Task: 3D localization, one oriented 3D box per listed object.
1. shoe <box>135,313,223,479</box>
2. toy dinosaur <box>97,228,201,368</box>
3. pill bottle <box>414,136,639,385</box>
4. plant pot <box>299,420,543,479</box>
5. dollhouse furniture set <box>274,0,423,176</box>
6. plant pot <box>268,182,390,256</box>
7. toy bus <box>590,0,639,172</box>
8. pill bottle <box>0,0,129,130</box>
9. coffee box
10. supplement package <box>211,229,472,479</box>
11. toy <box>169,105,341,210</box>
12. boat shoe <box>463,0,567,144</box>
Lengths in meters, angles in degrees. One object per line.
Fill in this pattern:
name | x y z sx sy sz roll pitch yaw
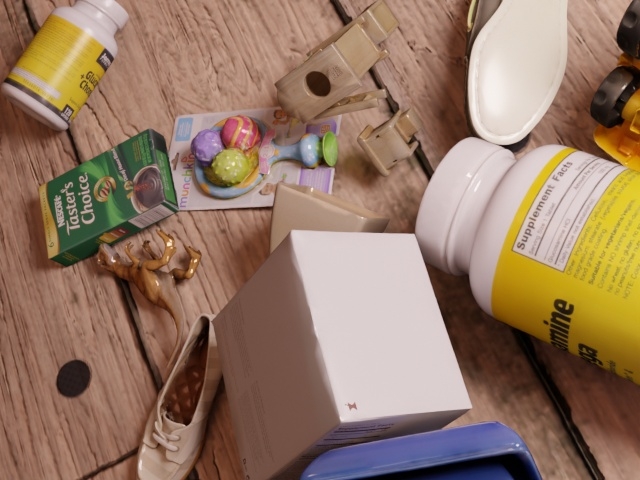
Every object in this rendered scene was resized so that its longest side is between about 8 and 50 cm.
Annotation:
shoe | -0.158 0.183 1.144 0.076 0.058 0.219 17 76 26
toy dinosaur | -0.190 0.056 1.217 0.211 0.064 0.112 39 98 39
pill bottle | 0.268 0.020 0.979 0.333 0.188 0.188 25 79 28
plant pot | 0.108 0.298 0.906 0.235 0.236 0.212 -13 58 13
dollhouse furniture set | 0.054 -0.175 1.215 0.101 0.182 0.161 -29 104 34
plant pot | 0.000 0.000 1.130 0.109 0.109 0.096 23 98 17
toy bus | 0.401 -0.189 1.036 0.149 0.220 0.211 35 51 22
pill bottle | -0.339 -0.248 1.361 0.103 0.103 0.184 28 81 27
coffee box | -0.271 -0.053 1.281 0.184 0.040 0.113 -23 64 19
supplement package | 0.011 0.122 1.003 0.203 0.149 0.194 -47 50 48
toy | -0.095 -0.112 1.243 0.237 0.056 0.137 0 68 20
boat shoe | 0.221 -0.241 1.158 0.109 0.091 0.305 18 75 -12
